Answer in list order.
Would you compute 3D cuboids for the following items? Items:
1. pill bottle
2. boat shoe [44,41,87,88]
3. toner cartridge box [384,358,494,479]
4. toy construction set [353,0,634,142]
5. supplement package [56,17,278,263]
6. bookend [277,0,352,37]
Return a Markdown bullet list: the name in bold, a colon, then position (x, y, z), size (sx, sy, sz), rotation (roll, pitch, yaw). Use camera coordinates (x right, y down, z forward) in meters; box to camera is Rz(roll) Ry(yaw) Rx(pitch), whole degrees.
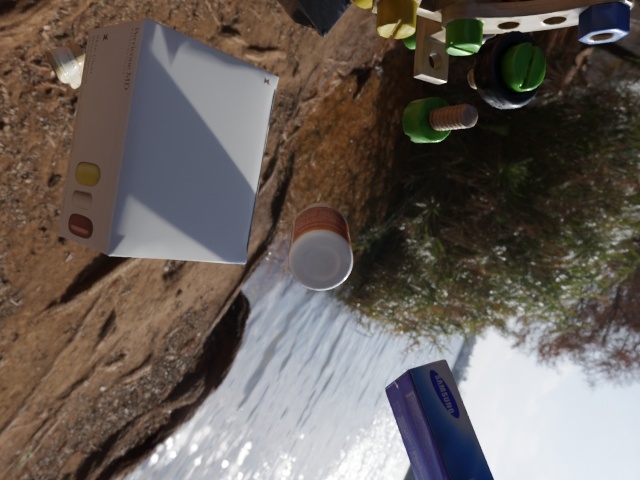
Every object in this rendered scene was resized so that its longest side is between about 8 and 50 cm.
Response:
- **pill bottle**: position (0.000, 0.000, 1.038), size (0.216, 0.121, 0.121), rotation (-90, -164, -67)
- **boat shoe**: position (-0.381, -0.279, 0.818), size (0.059, 0.170, 0.063), rotation (-24, 113, -9)
- **toner cartridge box**: position (0.216, 0.390, 0.858), size (0.075, 0.348, 0.165), rotation (-12, 156, -16)
- **toy construction set**: position (0.106, -0.273, 0.476), size (0.257, 0.237, 0.309), rotation (-25, 106, -20)
- **supplement package**: position (-0.194, -0.113, 0.672), size (0.203, 0.145, 0.262), rotation (7, 94, -49)
- **bookend**: position (-0.056, -0.415, 0.810), size (0.072, 0.156, 0.157), rotation (-51, 137, 1)
